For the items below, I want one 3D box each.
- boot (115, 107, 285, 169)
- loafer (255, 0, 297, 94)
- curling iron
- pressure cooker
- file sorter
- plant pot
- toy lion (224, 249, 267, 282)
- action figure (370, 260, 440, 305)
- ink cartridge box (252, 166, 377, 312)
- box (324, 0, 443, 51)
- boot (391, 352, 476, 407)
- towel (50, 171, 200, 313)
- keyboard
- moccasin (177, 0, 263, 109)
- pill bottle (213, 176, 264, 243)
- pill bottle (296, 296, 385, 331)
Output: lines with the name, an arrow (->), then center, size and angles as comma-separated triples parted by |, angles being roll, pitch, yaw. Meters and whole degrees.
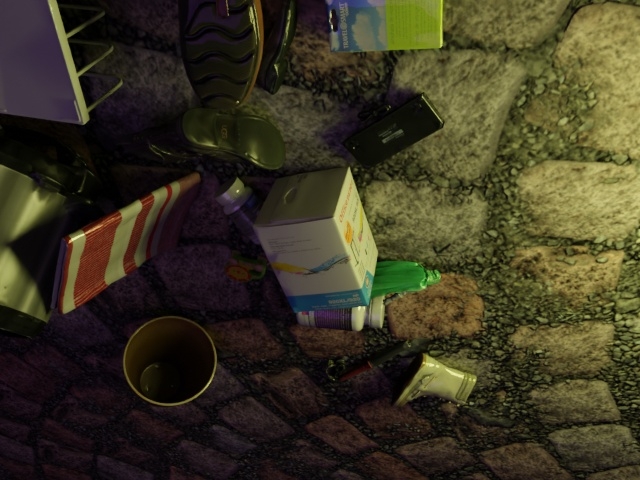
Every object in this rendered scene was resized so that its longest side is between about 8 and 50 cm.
boot -> -0.225, -0.185, 1.044 | 0.263, 0.091, 0.229 | 11, 170, -43
loafer -> -0.083, -0.328, 0.912 | 0.061, 0.062, 0.170 | 24, 131, 1
curling iron -> 0.120, 0.317, 1.428 | 0.274, 0.035, 0.068 | -27, 119, 33
pressure cooker -> -0.670, -0.041, 1.103 | 0.370, 0.420, 0.376 | 27, 157, -33
file sorter -> -0.471, -0.368, 0.907 | 0.193, 0.173, 0.277 | 9, 131, 9
plant pot -> -0.434, 0.363, 1.516 | 0.237, 0.237, 0.254 | 28, 146, -9
toy lion -> -0.181, 0.069, 1.303 | 0.100, 0.034, 0.096 | 13, 139, 3
action figure -> 0.144, 0.090, 1.182 | 0.232, 0.137, 0.063 | -6, 133, 9
ink cartridge box -> 0.000, 0.000, 1.096 | 0.168, 0.171, 0.232 | -7, 128, 21
box -> 0.100, -0.355, 0.849 | 0.178, 0.042, 0.109 | 2, 130, 14
boot -> 0.290, 0.391, 1.420 | 0.165, 0.077, 0.213 | 21, 129, -5
towel -> -0.388, 0.001, 1.109 | 0.037, 0.329, 0.237 | 40, 132, 9
keyboard -> 0.121, -0.206, 0.987 | 0.180, 0.023, 0.108 | -27, 125, 32
moccasin -> -0.162, -0.391, 0.839 | 0.139, 0.147, 0.380 | -5, 126, 1
pill bottle -> -0.155, -0.064, 1.146 | 0.078, 0.078, 0.137 | -25, 120, 32
pill bottle -> 0.049, 0.153, 1.257 | 0.194, 0.108, 0.108 | 4, 131, 12
